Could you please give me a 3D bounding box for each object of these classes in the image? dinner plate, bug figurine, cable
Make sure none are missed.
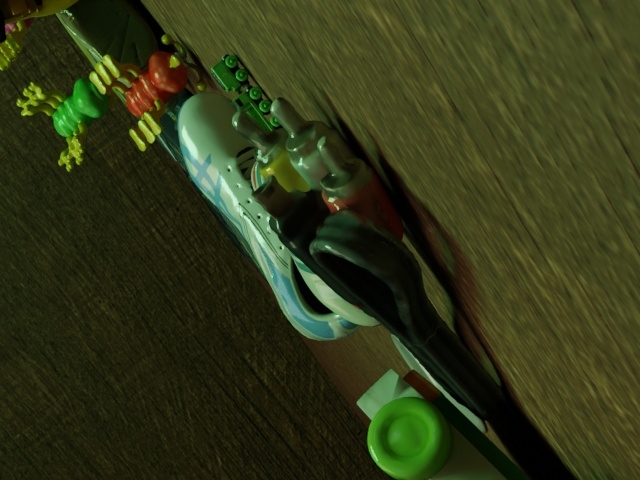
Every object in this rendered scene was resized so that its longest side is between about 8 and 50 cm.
[{"bbox_3d":[0.096,0.116,1.092,0.141,0.017,0.141,54,175,7],"label":"dinner plate"},{"bbox_3d":[-0.239,-0.203,1.197,0.216,0.072,0.279,-32,93,45],"label":"bug figurine"},{"bbox_3d":[0.059,0.026,0.764,0.287,0.072,0.139,42,172,-34],"label":"cable"}]

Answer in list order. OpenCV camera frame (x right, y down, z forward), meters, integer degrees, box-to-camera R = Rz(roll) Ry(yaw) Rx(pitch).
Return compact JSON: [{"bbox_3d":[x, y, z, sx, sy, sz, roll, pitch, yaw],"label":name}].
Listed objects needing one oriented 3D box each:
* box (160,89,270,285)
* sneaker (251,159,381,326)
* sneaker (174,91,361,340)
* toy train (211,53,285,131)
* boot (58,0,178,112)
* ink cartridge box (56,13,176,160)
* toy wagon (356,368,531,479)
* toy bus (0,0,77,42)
[{"bbox_3d":[-0.104,-0.057,1.449,0.232,0.059,0.183,57,173,-32],"label":"box"},{"bbox_3d":[0.000,0.000,0.937,0.161,0.057,0.075,56,180,-1],"label":"sneaker"},{"bbox_3d":[-0.033,-0.026,1.021,0.237,0.085,0.086,57,148,0],"label":"sneaker"},{"bbox_3d":[-0.050,-0.100,0.913,0.083,0.024,0.017,53,175,3],"label":"toy train"},{"bbox_3d":[-0.234,-0.238,1.332,0.213,0.077,0.165,51,177,13],"label":"boot"},{"bbox_3d":[-0.287,-0.279,1.560,0.303,0.072,0.307,48,175,48],"label":"ink cartridge box"},{"bbox_3d":[0.164,0.235,0.896,0.344,0.068,0.267,43,176,29],"label":"toy wagon"},{"bbox_3d":[-0.256,-0.276,0.997,0.220,0.149,0.211,-146,32,-81],"label":"toy bus"}]
